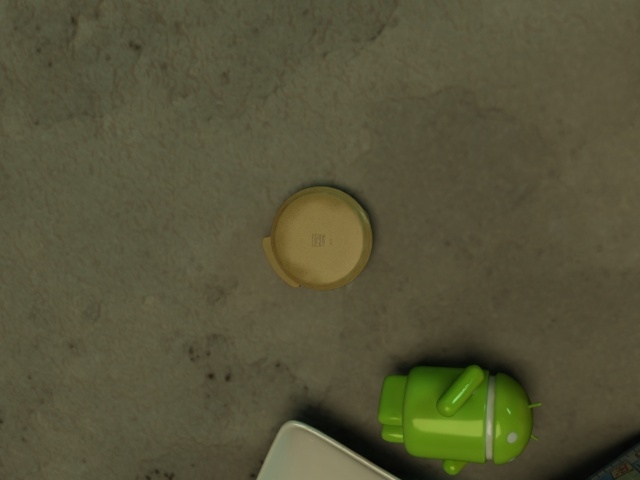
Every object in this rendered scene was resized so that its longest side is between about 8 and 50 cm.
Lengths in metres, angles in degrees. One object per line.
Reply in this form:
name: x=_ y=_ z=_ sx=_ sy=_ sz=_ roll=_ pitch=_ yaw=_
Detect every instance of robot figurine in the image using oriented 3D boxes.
robot figurine: x=0.102 y=0.127 z=0.558 sx=0.115 sy=0.067 sz=0.101 roll=2 pitch=135 yaw=15

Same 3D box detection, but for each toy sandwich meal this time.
toy sandwich meal: x=0.000 y=0.000 z=0.570 sx=0.085 sy=0.029 sz=0.086 roll=1 pitch=96 yaw=13

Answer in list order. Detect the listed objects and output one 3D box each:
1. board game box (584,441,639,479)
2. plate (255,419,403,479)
board game box: x=0.213 y=0.247 z=0.533 sx=0.194 sy=0.060 sz=0.194 roll=-21 pitch=100 yaw=-1
plate: x=0.046 y=0.309 z=0.645 sx=0.277 sy=0.045 sz=0.277 roll=27 pitch=111 yaw=6
